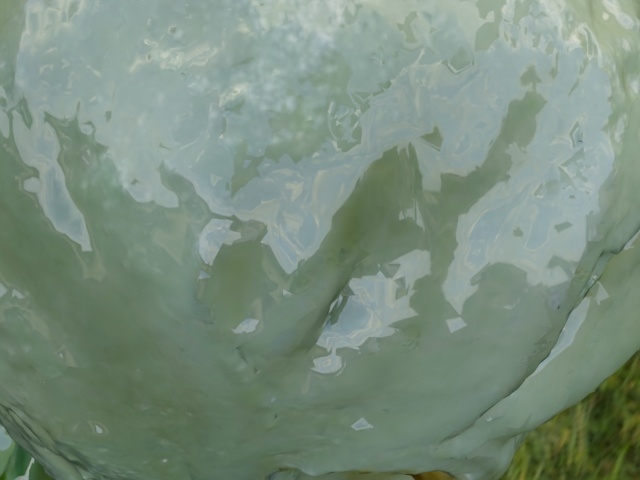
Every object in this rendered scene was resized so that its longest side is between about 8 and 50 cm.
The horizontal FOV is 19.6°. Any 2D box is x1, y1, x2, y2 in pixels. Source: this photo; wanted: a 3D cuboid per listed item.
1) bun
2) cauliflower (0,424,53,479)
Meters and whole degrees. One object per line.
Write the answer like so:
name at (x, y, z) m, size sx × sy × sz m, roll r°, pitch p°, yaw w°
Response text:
bun at (0.000, 0.000, 0.410) m, size 0.195 × 0.195 × 0.118 m, roll -8°, pitch 64°, yaw -5°
cauliflower at (-0.150, 0.061, 0.618) m, size 0.256 × 0.239 × 0.315 m, roll -17°, pitch 71°, yaw 3°
